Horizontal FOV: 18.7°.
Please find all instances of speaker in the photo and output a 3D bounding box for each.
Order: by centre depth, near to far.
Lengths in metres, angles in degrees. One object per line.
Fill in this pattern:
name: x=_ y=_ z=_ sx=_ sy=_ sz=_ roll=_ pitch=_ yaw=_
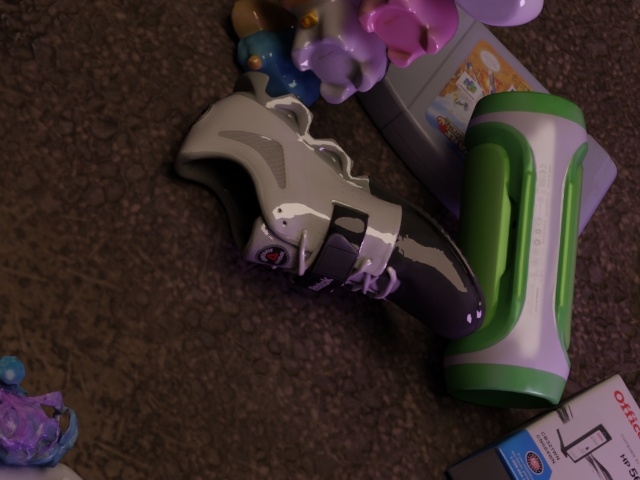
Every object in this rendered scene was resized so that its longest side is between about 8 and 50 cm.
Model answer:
speaker: x=0.192 y=0.010 z=1.905 sx=0.131 sy=0.131 sz=0.296 roll=15 pitch=74 yaw=-30

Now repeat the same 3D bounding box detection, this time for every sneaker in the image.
sneaker: x=0.000 y=0.000 z=1.816 sx=0.330 sy=0.122 sz=0.146 roll=40 pitch=55 yaw=8

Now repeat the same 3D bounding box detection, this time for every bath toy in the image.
bath toy: x=0.072 y=-0.239 z=1.845 sx=0.151 sy=0.348 sz=0.129 roll=54 pitch=44 yaw=-21

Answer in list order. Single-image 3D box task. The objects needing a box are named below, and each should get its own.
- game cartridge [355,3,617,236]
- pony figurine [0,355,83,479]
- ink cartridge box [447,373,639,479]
game cartridge: x=0.174 y=-0.113 z=2.052 sx=0.297 sy=0.062 sz=0.198 roll=44 pitch=44 yaw=-8
pony figurine: x=-0.298 y=0.185 z=1.408 sx=0.363 sy=0.303 sz=0.351 roll=50 pitch=16 yaw=9
ink cartridge box: x=0.243 y=0.237 z=1.886 sx=0.203 sy=0.086 sz=0.148 roll=-25 pitch=82 yaw=-42
